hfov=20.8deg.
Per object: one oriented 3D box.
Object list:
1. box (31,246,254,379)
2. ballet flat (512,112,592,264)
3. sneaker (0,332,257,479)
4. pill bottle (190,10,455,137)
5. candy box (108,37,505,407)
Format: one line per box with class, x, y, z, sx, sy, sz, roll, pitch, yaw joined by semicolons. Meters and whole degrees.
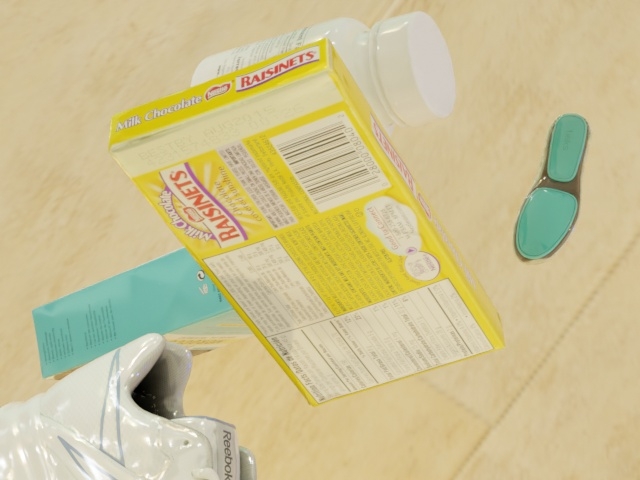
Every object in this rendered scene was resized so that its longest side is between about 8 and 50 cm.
box;-0.106;0.051;1.331;0.244;0.100;0.060;-21;73;41
ballet flat;0.226;-0.042;1.663;0.057;0.052;0.168;17;69;13
sneaker;-0.085;0.165;0.924;0.129;0.297;0.111;-40;141;11
pill bottle;0.004;-0.139;1.646;0.229;0.131;0.131;-13;102;26
candy box;0.000;0.000;0.788;0.105;0.027;0.206;-17;137;18
